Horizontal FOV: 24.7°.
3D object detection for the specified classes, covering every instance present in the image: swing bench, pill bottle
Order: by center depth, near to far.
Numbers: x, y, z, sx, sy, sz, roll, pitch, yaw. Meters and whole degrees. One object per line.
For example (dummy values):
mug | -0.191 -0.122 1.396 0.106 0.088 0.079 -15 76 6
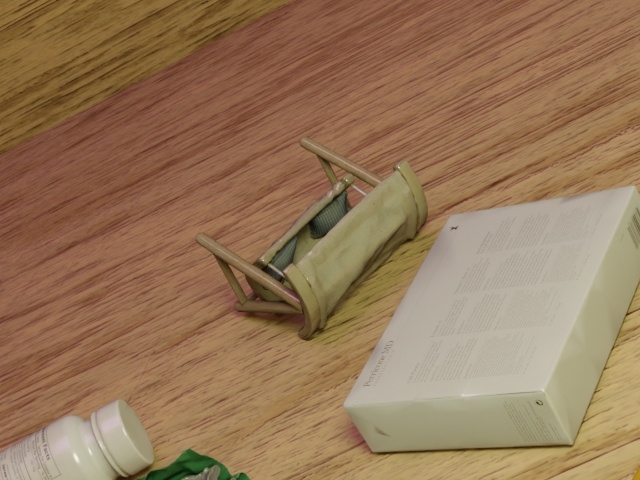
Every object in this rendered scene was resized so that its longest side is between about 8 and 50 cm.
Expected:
pill bottle | -0.354 0.317 2.019 0.229 0.131 0.131 -29 27 5
swing bench | 0.000 0.000 2.162 0.253 0.165 0.255 -42 34 -22

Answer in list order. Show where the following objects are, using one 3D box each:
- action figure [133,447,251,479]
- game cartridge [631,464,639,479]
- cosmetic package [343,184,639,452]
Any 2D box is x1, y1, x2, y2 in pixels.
action figure | -0.210 0.344 1.867 0.232 0.137 0.063 -27 39 28
game cartridge | 0.380 0.220 1.360 0.285 0.053 0.323 -52 1 -34
cosmetic package | 0.231 0.097 1.825 0.284 0.097 0.377 -6 36 37
